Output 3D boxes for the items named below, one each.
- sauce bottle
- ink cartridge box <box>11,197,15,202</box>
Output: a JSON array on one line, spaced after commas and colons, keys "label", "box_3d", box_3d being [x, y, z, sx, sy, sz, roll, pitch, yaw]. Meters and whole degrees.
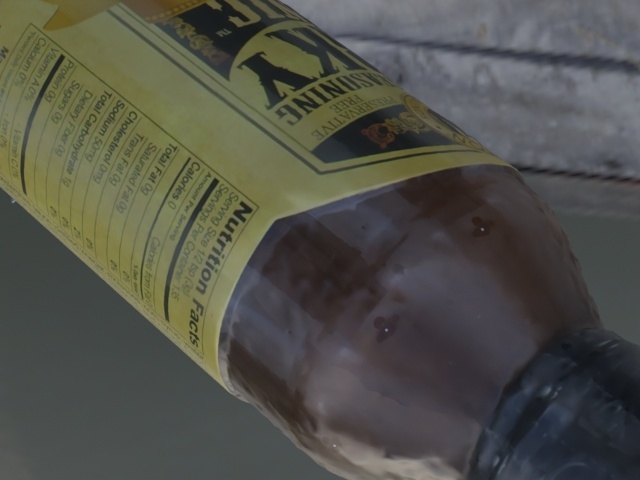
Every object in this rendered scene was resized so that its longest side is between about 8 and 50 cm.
[{"label": "sauce bottle", "box_3d": [0.000, 0.000, 0.499, 0.111, 0.344, 0.111, -38, 151, -26]}, {"label": "ink cartridge box", "box_3d": [-0.162, -0.209, 1.291, 0.072, 0.307, 0.303, 11, 160, -23]}]
